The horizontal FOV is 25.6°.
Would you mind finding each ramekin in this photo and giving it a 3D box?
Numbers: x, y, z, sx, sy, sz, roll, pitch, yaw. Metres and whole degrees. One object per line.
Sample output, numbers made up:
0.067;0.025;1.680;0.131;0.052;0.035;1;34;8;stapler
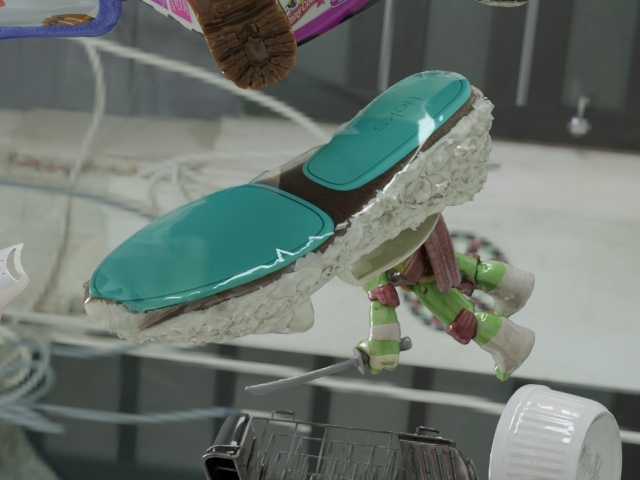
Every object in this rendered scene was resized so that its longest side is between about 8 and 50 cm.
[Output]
0.308;0.294;1.810;0.207;0.109;0.207;-10;-78;-57;ramekin

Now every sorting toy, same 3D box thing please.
-0.307;0.036;1.320;0.045;0.075;0.083;51;-163;-50;sorting toy

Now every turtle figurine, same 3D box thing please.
0.080;0.062;1.511;0.274;0.266;0.198;-62;15;8;turtle figurine

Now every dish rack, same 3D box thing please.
0.029;0.262;1.461;0.208;0.272;0.074;76;-156;-49;dish rack

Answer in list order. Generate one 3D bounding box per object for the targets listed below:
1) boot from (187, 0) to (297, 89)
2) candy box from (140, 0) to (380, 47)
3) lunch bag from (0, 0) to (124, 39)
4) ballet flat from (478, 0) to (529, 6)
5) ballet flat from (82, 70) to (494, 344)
-0.060;-0.164;0.762;0.158;0.059;0.084;74;178;-49;boot
-0.069;-0.248;1.209;0.159;0.233;0.071;-34;-45;-26;candy box
-0.158;-0.300;0.785;0.328;0.386;0.238;62;-176;-53;lunch bag
0.182;-0.444;1.182;0.164;0.182;0.482;35;109;63;ballet flat
0.000;0.000;1.162;0.409;0.147;0.147;-32;-34;-27;ballet flat
